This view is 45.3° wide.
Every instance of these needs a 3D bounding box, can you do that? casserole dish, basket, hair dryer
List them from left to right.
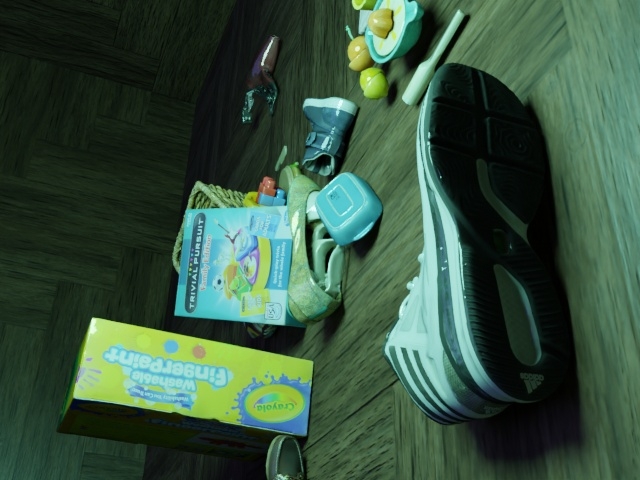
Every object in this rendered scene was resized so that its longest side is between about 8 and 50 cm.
[{"bbox_3d":[-0.280,0.023,2.133,0.213,0.223,0.299,-104,33,-55],"label":"basket"},{"bbox_3d":[-0.167,-0.519,2.466,0.224,0.080,0.293,-10,72,53],"label":"hair dryer"},{"bbox_3d":[0.045,-0.066,1.429,0.114,0.037,0.188,-41,33,8],"label":"casserole dish"}]

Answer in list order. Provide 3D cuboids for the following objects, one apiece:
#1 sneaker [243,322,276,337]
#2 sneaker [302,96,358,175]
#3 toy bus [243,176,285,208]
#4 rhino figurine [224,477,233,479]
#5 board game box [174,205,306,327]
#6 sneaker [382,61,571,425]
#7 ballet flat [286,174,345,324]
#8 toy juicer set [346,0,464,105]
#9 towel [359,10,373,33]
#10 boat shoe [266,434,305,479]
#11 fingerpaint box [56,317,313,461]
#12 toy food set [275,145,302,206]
[{"bbox_3d":[-0.120,0.186,1.812,0.185,0.070,0.084,-19,90,56],"label":"sneaker"},{"bbox_3d":[-0.003,-0.230,1.703,0.226,0.086,0.163,-157,84,-71],"label":"sneaker"},{"bbox_3d":[-0.145,-0.054,1.891,0.220,0.149,0.211,-140,62,-70],"label":"toy bus"},{"bbox_3d":[-0.237,0.660,1.796,0.106,0.073,0.243,-119,47,-70],"label":"rhino figurine"},{"bbox_3d":[-0.174,0.056,1.716,0.336,0.079,0.253,0,81,37],"label":"board game box"},{"bbox_3d":[0.146,0.010,0.954,0.257,0.169,0.447,133,143,-53],"label":"sneaker"},{"bbox_3d":[0.000,0.000,1.522,0.123,0.123,0.348,127,151,-51],"label":"ballet flat"},{"bbox_3d":[0.116,-0.346,1.365,0.329,0.089,0.209,52,131,55],"label":"toy juicer set"},{"bbox_3d":[0.168,-0.621,1.526,0.332,0.053,0.317,137,141,-60],"label":"towel"},{"bbox_3d":[-0.056,0.461,1.405,0.073,0.073,0.207,-31,56,56],"label":"boat shoe"},{"bbox_3d":[-0.288,0.323,1.587,0.371,0.445,0.163,134,146,-58],"label":"fingerpaint box"},{"bbox_3d":[-0.073,-0.128,1.930,0.132,0.039,0.192,125,140,-63],"label":"toy food set"}]
